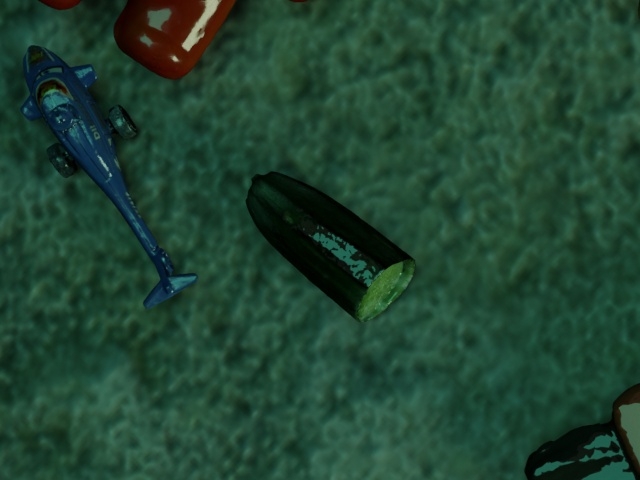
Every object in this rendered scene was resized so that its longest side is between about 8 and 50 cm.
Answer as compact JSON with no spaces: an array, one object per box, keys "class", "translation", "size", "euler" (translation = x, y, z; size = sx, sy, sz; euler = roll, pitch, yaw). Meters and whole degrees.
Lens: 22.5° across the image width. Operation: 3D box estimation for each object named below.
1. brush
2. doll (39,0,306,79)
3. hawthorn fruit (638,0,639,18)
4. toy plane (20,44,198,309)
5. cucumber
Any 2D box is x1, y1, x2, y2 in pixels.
[{"class":"brush","translation":[0.263,0.075,0.864],"size":[0.323,0.051,0.070],"euler":[-26,75,10]},{"class":"doll","translation":[-0.045,-0.262,0.909],"size":[0.200,0.105,0.336],"euler":[31,95,-10]},{"class":"hawthorn fruit","translation":[0.191,-0.201,0.862],"size":[0.148,0.148,0.172],"euler":[5,113,10]},{"class":"toy plane","translation":[-0.127,-0.041,0.933],"size":[0.054,0.062,0.167],"euler":[-31,91,6]},{"class":"cucumber","translation":[0.000,0.000,0.914],"size":[0.105,0.048,0.048],"euler":[38,92,13]}]
